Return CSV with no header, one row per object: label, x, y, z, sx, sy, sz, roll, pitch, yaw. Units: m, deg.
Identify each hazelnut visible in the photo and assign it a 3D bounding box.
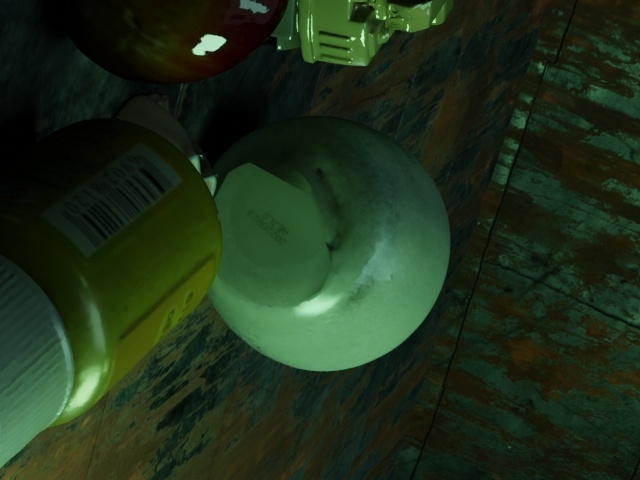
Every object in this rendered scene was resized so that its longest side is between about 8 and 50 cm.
hazelnut,-0.138,-0.255,1.652,0.251,0.217,0.217,-48,179,36

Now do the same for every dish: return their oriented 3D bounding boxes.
dish,-0.181,-0.059,1.976,0.213,0.090,0.213,-58,162,-30

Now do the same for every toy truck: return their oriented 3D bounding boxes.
toy truck,0.066,-0.353,2.118,0.405,0.254,0.180,-52,155,-53

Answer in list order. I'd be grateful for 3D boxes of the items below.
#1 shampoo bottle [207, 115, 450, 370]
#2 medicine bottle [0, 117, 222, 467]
shampoo bottle,0.000,0.000,2.249,0.322,0.322,0.317,-65,158,-8
medicine bottle,-0.264,0.054,1.588,0.384,0.224,0.224,-47,155,-55
